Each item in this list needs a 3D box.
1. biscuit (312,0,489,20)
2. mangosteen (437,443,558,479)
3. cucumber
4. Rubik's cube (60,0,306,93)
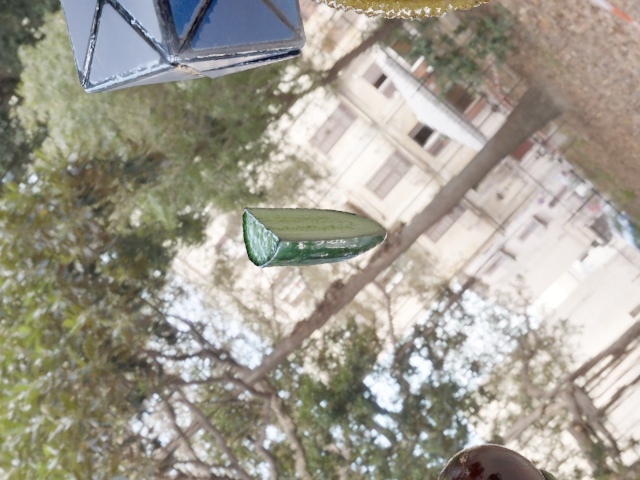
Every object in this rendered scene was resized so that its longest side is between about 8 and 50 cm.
[{"bbox_3d":[0.085,-0.330,0.843,0.305,0.305,0.038,53,159,35],"label":"biscuit"},{"bbox_3d":[0.248,0.359,1.020,0.200,0.200,0.200,37,-163,-13],"label":"mangosteen"},{"bbox_3d":[0.000,0.000,1.085,0.243,0.063,0.115,-2,-153,-41],"label":"cucumber"},{"bbox_3d":[-0.208,-0.361,1.107,0.259,0.254,0.260,-16,-81,-42],"label":"Rubik's cube"}]
